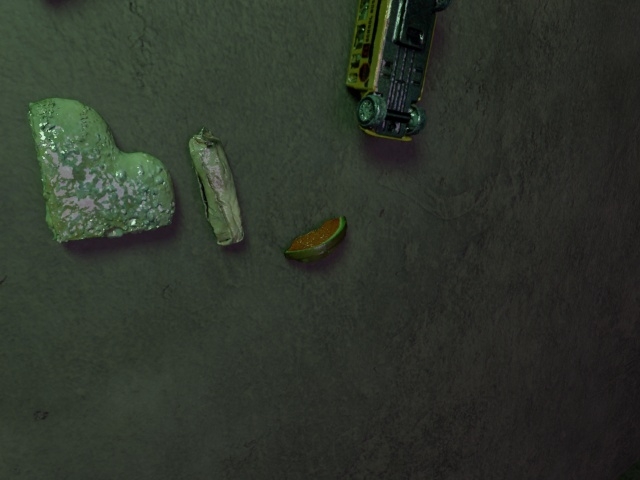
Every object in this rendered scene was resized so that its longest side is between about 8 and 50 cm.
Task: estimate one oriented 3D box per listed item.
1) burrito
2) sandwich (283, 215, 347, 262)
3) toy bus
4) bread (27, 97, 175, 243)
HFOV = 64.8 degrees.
[{"bbox_3d":[-0.159,-0.078,0.771,0.058,0.045,0.188,-37,125,-49],"label":"burrito"},{"bbox_3d":[-0.001,0.001,0.892,0.135,0.067,0.029,-33,125,-21],"label":"sandwich"},{"bbox_3d":[0.121,-0.339,0.824,0.121,0.123,0.336,-1,106,-36],"label":"toy bus"},{"bbox_3d":[-0.301,-0.071,0.664,0.172,0.064,0.232,-53,125,-11],"label":"bread"}]
